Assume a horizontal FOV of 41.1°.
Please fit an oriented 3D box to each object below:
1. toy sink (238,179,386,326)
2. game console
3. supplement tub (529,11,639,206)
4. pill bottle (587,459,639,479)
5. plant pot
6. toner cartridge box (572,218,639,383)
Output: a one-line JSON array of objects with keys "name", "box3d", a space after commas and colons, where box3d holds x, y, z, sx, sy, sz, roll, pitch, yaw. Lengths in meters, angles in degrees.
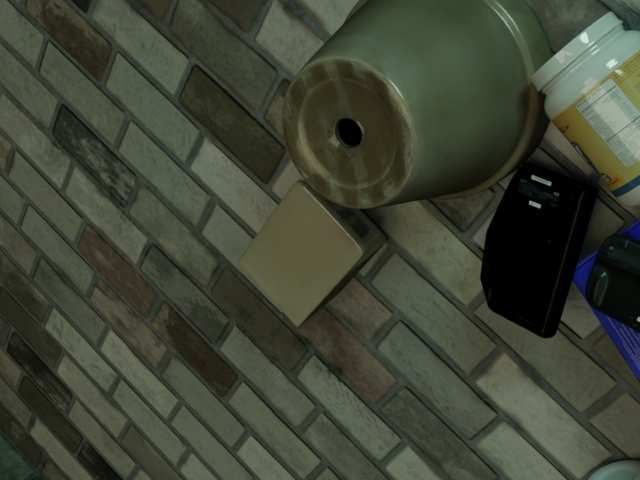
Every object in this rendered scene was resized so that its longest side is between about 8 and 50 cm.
[{"name": "toy sink", "box3d": [0.000, 0.000, 1.370, 0.153, 0.131, 0.234, 46, 136, 8]}, {"name": "game console", "box3d": [0.359, 0.053, 1.084, 0.361, 0.044, 0.213, 31, 120, 41]}, {"name": "supplement tub", "box3d": [0.361, -0.156, 1.018, 0.200, 0.144, 0.144, 52, 131, 4]}, {"name": "pill bottle", "box3d": [0.470, 0.426, 1.254, 0.103, 0.103, 0.184, -20, 99, 41]}, {"name": "plant pot", "box3d": [0.105, -0.177, 1.107, 0.323, 0.280, 0.323, 15, 119, 29]}, {"name": "toner cartridge box", "box3d": [0.477, 0.138, 1.062, 0.165, 0.075, 0.348, -46, 65, 43]}]
